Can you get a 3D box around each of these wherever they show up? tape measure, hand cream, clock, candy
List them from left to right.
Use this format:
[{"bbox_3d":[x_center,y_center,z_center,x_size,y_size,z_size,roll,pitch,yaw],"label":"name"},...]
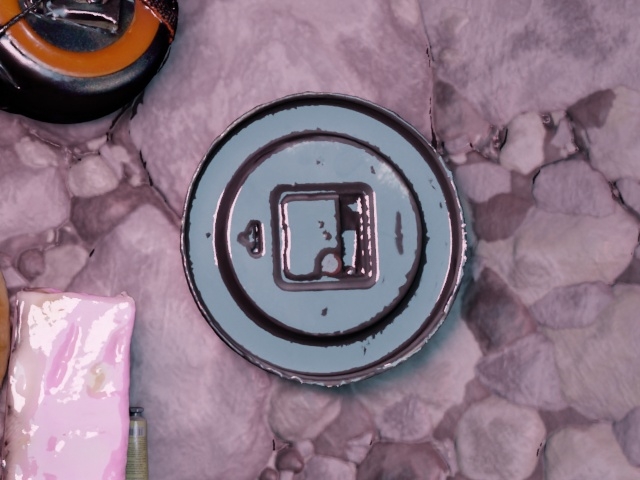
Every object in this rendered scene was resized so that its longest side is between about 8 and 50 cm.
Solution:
[{"bbox_3d":[-0.242,-0.212,1.757,0.222,0.135,0.202,6,75,-16],"label":"tape measure"},{"bbox_3d":[-0.229,0.174,1.712,0.115,0.155,0.265,3,84,-6],"label":"candy"},{"bbox_3d":[-0.175,0.207,1.789,0.035,0.022,0.102,2,90,-12],"label":"hand cream"},{"bbox_3d":[0.000,0.000,1.824,0.280,0.055,0.281,1,85,-11],"label":"clock"}]

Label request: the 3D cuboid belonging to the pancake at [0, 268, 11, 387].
[{"bbox_3d":[-0.402,0.096,1.713,0.282,0.049,0.282,-2,96,-23],"label":"pancake"}]
